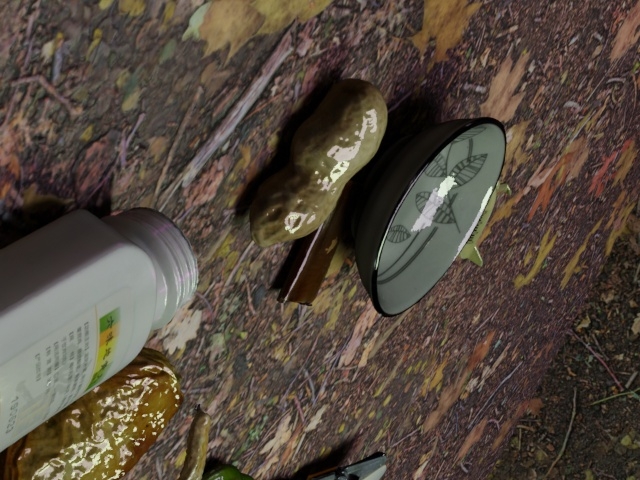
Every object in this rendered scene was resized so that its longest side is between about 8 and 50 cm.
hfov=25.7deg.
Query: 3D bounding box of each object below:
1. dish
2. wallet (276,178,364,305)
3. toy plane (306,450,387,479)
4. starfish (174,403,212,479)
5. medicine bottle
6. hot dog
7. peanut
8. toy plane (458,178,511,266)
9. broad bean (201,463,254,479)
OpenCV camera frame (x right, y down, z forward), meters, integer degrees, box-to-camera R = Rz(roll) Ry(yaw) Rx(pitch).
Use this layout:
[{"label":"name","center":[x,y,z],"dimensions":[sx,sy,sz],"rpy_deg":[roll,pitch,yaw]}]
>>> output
[{"label":"dish","center":[0.126,-0.052,1.911],"dimensions":[0.316,0.106,0.316],"rpy_deg":[-45,155,-29]},{"label":"wallet","center":[0.000,0.000,1.807],"dimensions":[0.095,0.026,0.176],"rpy_deg":[8,106,-66]},{"label":"toy plane","center":[0.008,0.421,2.265],"dimensions":[0.204,0.103,0.316],"rpy_deg":[-59,159,0]},{"label":"starfish","center":[-0.221,0.348,1.499],"dimensions":[0.324,0.082,0.432],"rpy_deg":[-43,165,-40]},{"label":"medicine bottle","center":[-0.248,0.078,1.239],"dimensions":[0.324,0.124,0.179],"rpy_deg":[-33,148,-46]},{"label":"hot dog","center":[-0.254,0.204,1.407],"dimensions":[0.259,0.114,0.175],"rpy_deg":[-50,152,-27]},{"label":"peanut","center":[-0.004,-0.086,1.613],"dimensions":[0.228,0.086,0.104],"rpy_deg":[-56,149,-4]},{"label":"toy plane","center":[0.225,-0.040,2.162],"dimensions":[0.229,0.092,0.244],"rpy_deg":[-45,154,-27]},{"label":"broad bean","center":[-0.126,0.339,1.944],"dimensions":[0.061,0.046,0.195],"rpy_deg":[-49,154,6]}]
